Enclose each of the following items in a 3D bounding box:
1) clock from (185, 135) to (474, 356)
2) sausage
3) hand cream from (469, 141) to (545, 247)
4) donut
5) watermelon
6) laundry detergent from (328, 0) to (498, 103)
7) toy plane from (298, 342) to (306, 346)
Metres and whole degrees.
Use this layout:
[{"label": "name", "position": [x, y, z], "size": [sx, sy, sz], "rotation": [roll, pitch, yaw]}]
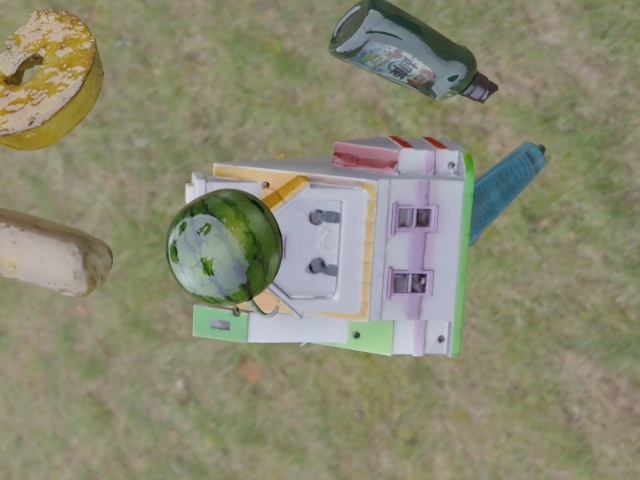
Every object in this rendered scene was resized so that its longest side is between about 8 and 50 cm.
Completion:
[{"label": "clock", "position": [0.000, 0.000, 1.606], "size": [0.166, 0.309, 0.235], "rotation": [-130, 42, -72]}, {"label": "sausage", "position": [-0.314, -0.005, 1.234], "size": [0.301, 0.066, 0.066], "rotation": [11, 125, 20]}, {"label": "hand cream", "position": [0.264, -0.074, 2.136], "size": [0.048, 0.224, 0.083], "rotation": [10, 134, 50]}, {"label": "donut", "position": [-0.196, -0.106, 0.991], "size": [0.097, 0.108, 0.043], "rotation": [53, -179, 36]}, {"label": "watermelon", "position": [-0.079, 0.010, 1.188], "size": [0.109, 0.109, 0.109], "rotation": [27, 133, 34]}, {"label": "laundry detergent", "position": [0.129, -0.236, 1.883], "size": [0.222, 0.078, 0.144], "rotation": [24, 159, -21]}, {"label": "toy plane", "position": [0.034, 0.063, 2.403], "size": [0.223, 0.104, 0.326], "rotation": [29, 129, -31]}]
